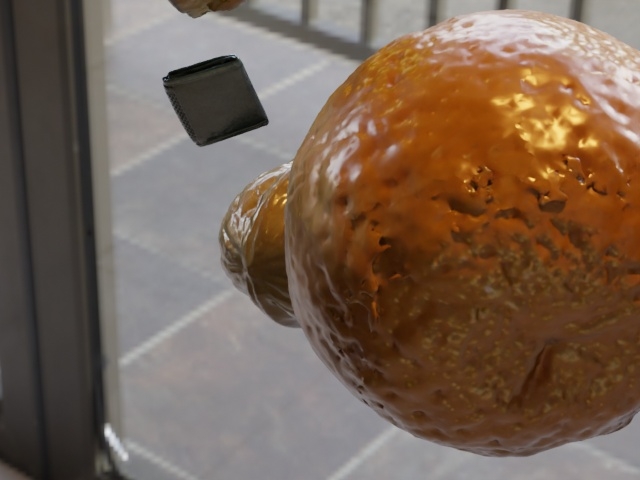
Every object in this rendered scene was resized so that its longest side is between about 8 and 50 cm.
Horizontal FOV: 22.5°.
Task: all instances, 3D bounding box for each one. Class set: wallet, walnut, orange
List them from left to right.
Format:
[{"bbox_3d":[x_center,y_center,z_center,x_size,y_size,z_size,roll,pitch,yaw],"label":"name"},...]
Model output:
[{"bbox_3d":[-0.112,-0.150,1.708,0.088,0.129,0.026,-18,59,4],"label":"wallet"},{"bbox_3d":[0.000,0.000,1.922,0.225,0.225,0.261,26,32,33],"label":"walnut"},{"bbox_3d":[0.137,-0.012,1.201,0.341,0.340,0.293,-2,39,-6],"label":"orange"}]

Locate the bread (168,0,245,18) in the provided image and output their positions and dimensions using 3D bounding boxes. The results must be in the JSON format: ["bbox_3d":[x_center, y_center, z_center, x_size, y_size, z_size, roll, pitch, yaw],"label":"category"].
[{"bbox_3d":[-0.088,-0.321,1.341,0.246,0.239,0.111,-29,50,15],"label":"bread"}]
